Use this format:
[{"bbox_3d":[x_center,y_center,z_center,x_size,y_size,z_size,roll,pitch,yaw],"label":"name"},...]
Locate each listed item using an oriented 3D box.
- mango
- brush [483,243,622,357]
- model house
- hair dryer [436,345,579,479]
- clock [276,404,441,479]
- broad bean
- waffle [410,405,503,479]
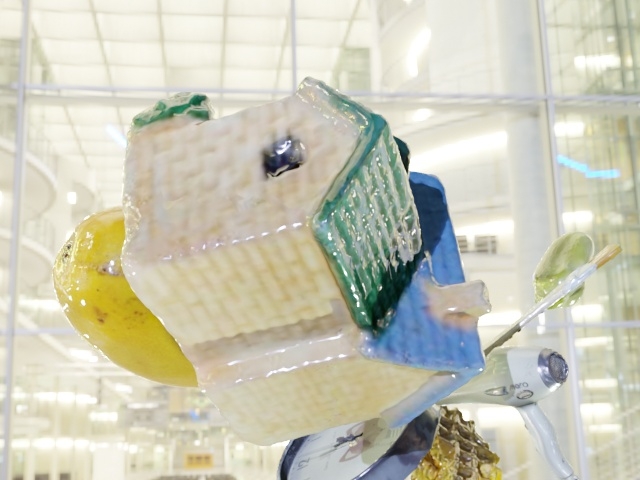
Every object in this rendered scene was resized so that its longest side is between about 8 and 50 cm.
[{"bbox_3d":[-0.283,0.117,1.628,0.300,0.232,0.445,-13,-41,20],"label":"mango"},{"bbox_3d":[0.382,0.116,1.600,0.336,0.020,0.085,-40,-3,5],"label":"brush"},{"bbox_3d":[0.000,0.000,1.067,0.343,0.334,0.382,-15,-37,11],"label":"model house"},{"bbox_3d":[0.258,0.244,1.308,0.219,0.224,0.088,5,27,42],"label":"hair dryer"},{"bbox_3d":[0.064,0.362,1.638,0.325,0.325,0.067,-17,-64,49],"label":"clock"},{"bbox_3d":[0.477,0.063,1.806,0.082,0.174,0.124,46,-42,-16],"label":"broad bean"},{"bbox_3d":[0.232,0.461,2.015,0.261,0.324,0.151,-16,-38,-57],"label":"waffle"}]
